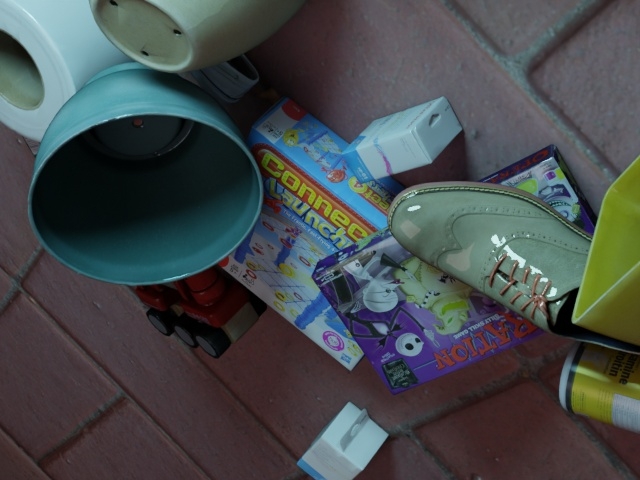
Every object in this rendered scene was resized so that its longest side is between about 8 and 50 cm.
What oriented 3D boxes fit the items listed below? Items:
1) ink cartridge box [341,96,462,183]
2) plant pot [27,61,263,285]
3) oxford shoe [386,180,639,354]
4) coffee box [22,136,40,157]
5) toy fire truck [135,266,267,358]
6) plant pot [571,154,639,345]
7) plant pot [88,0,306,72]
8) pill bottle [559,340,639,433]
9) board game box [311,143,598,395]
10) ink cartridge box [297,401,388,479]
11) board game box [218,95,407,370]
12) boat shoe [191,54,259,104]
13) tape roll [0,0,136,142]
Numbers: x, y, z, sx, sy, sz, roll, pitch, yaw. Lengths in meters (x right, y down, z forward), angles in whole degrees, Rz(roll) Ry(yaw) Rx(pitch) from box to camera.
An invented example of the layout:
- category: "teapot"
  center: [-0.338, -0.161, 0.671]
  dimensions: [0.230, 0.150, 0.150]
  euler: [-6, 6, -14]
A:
- category: "ink cartridge box"
  center: [0.101, -0.123, 1.273]
  dimensions: [0.122, 0.088, 0.052]
  euler: [-15, 114, 47]
- category: "plant pot"
  center: [-0.234, -0.111, 1.358]
  dimensions: [0.293, 0.196, 0.293]
  euler: [-8, 136, -8]
- category: "oxford shoe"
  center: [0.238, 0.029, 1.162]
  dimensions: [0.348, 0.130, 0.123]
  euler: [18, 119, 5]
- category: "coffee box"
  center: [-0.448, -0.235, 1.621]
  dimensions: [0.040, 0.113, 0.184]
  euler: [-4, 121, 44]
- category: "toy fire truck"
  center: [-0.238, 0.057, 1.623]
  dimensions: [0.217, 0.158, 0.246]
  euler: [16, 142, 48]
- category: "plant pot"
  center: [0.409, 0.003, 1.050]
  dimensions: [0.187, 0.212, 0.212]
  euler: [28, 141, -3]
- category: "plant pot"
  center: [-0.160, -0.306, 1.185]
  dimensions: [0.284, 0.191, 0.284]
  euler: [21, 154, 11]
- category: "pill bottle"
  center: [0.402, 0.189, 1.289]
  dimensions: [0.184, 0.103, 0.103]
  euler: [14, 133, 31]
- category: "board game box"
  center: [0.185, 0.047, 1.286]
  dimensions: [0.347, 0.056, 0.208]
  euler: [-28, 111, 25]
- category: "ink cartridge box"
  center: [0.040, 0.352, 1.753]
  dimensions: [0.090, 0.092, 0.143]
  euler: [40, 142, 4]
- category: "board game box"
  center: [0.000, 0.000, 1.473]
  dimensions: [0.308, 0.086, 0.302]
  euler: [38, 141, 6]
- category: "boat shoe"
  center: [-0.168, -0.286, 1.376]
  dimensions: [0.076, 0.083, 0.226]
  euler: [-26, 118, 39]
- category: "tape roll"
  center: [-0.387, -0.284, 1.480]
  dimensions: [0.246, 0.169, 0.246]
  euler: [23, 138, 23]
